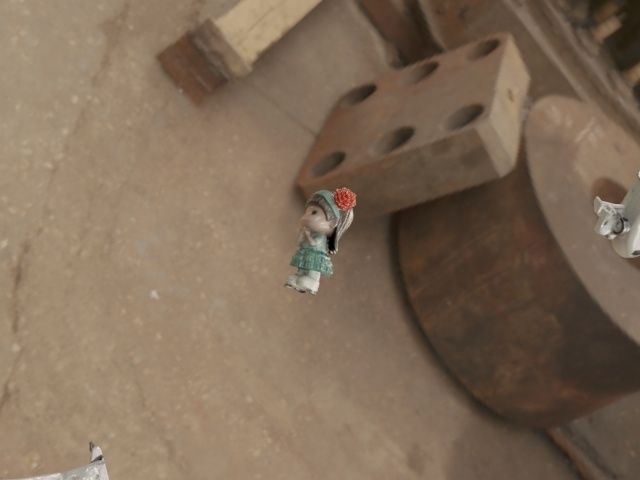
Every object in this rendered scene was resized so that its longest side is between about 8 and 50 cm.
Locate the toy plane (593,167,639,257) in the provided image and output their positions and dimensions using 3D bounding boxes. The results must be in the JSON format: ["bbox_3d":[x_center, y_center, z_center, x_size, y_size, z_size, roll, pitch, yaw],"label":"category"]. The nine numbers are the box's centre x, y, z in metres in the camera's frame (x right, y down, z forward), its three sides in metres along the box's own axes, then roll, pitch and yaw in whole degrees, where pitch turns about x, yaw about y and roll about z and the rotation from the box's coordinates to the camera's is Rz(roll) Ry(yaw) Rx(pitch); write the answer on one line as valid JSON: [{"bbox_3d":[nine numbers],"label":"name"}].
[{"bbox_3d":[0.502,-0.051,1.567,0.174,0.174,0.080,26,17,-35],"label":"toy plane"}]

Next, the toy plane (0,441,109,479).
[{"bbox_3d":[-0.258,0.189,0.697,0.273,0.107,0.182,15,46,-29],"label":"toy plane"}]

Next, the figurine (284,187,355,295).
[{"bbox_3d":[0.000,0.000,0.967,0.047,0.060,0.106,23,79,-23],"label":"figurine"}]
